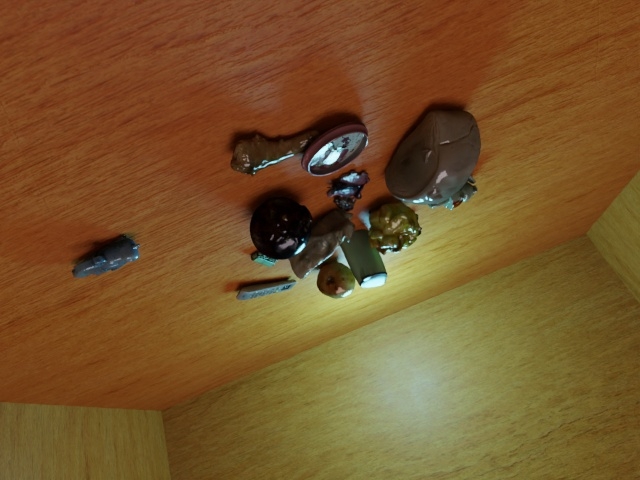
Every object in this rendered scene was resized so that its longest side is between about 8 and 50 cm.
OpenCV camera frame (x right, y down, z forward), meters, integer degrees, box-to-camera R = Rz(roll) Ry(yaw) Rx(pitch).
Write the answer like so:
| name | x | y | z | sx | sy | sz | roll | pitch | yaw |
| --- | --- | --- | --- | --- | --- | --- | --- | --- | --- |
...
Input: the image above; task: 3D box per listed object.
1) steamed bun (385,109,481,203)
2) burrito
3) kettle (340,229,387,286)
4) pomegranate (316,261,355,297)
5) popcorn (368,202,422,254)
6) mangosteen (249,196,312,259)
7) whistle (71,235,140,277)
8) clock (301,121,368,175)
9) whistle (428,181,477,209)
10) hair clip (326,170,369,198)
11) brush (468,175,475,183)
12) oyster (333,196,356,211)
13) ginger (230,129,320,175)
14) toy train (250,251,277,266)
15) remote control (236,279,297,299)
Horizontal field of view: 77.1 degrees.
| name | x | y | z | sx | sy | sz | roll | pitch | yaw |
| --- | --- | --- | --- | --- | --- | --- | --- | --- | --- |
| steamed bun | 0.422 | -0.269 | 1.463 | 0.246 | 0.236 | 0.384 | -6 | 149 | -30 |
| burrito | -0.001 | -0.003 | 1.716 | 0.135 | 0.190 | 0.331 | 42 | 116 | -14 |
| kettle | 0.230 | 0.099 | 1.963 | 0.165 | 0.256 | 0.240 | -37 | 149 | 22 |
| pomegranate | 0.080 | 0.213 | 2.112 | 0.206 | 0.207 | 0.207 | -17 | 152 | -9 |
| popcorn | 0.321 | -0.055 | 1.809 | 0.252 | 0.215 | 0.286 | -45 | 147 | -4 |
| mangosteen | -0.131 | -0.050 | 1.511 | 0.231 | 0.232 | 0.289 | -34 | 176 | 22 |
| whistle | -0.738 | 0.068 | 1.392 | 0.268 | 0.093 | 0.180 | -27 | 175 | 12 |
| clock | 0.046 | -0.298 | 1.310 | 0.244 | 0.056 | 0.244 | -25 | 164 | -8 |
| whistle | 0.613 | -0.203 | 1.853 | 0.252 | 0.106 | 0.102 | -23 | 175 | -12 |
| hair clip | 0.108 | -0.211 | 1.553 | 0.186 | 0.056 | 0.146 | -12 | 151 | -37 |
| brush | 0.630 | -0.316 | 1.731 | 0.060 | 0.068 | 0.296 | -54 | 148 | 12 |
| oyster | 0.095 | -0.150 | 1.662 | 0.132 | 0.029 | 0.086 | -2 | 147 | -36 |
| ginger | -0.138 | -0.282 | 1.221 | 0.294 | 0.086 | 0.131 | -23 | 142 | -15 |
| toy train | -0.248 | 0.081 | 1.822 | 0.070 | 0.038 | 0.148 | -29 | 152 | 19 |
| remote control | -0.280 | 0.246 | 2.083 | 0.312 | 0.055 | 0.109 | -8 | 156 | -33 |
